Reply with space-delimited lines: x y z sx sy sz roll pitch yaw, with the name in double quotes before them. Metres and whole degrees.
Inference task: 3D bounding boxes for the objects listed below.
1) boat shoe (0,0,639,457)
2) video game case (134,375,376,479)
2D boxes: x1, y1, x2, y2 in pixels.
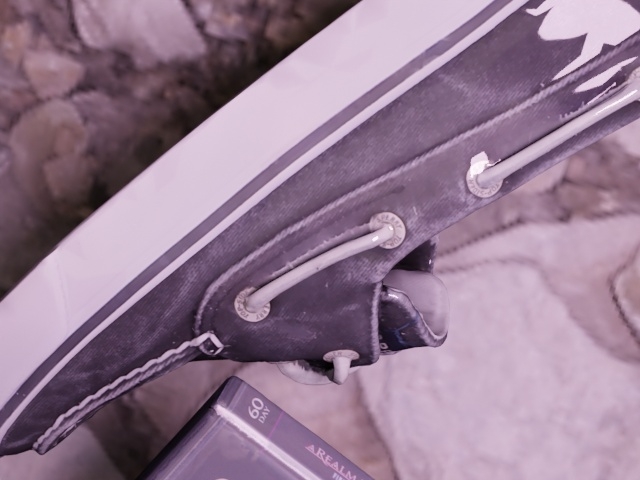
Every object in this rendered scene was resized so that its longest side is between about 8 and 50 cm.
"boat shoe" 0.000 0.000 0.627 0.301 0.108 0.102 -37 90 15
"video game case" 0.024 0.188 0.664 0.274 0.026 0.196 38 125 -5
